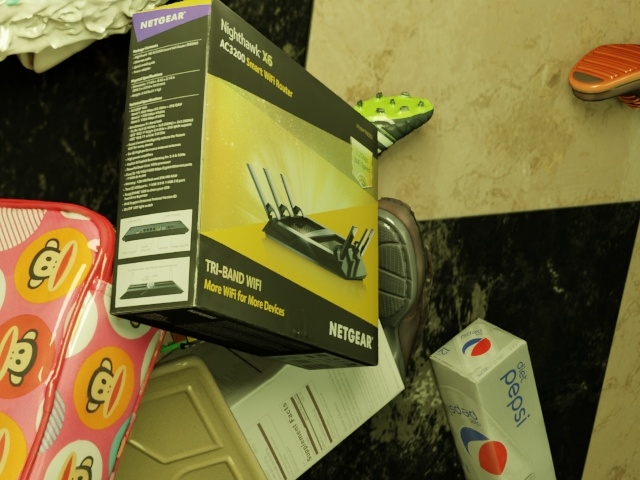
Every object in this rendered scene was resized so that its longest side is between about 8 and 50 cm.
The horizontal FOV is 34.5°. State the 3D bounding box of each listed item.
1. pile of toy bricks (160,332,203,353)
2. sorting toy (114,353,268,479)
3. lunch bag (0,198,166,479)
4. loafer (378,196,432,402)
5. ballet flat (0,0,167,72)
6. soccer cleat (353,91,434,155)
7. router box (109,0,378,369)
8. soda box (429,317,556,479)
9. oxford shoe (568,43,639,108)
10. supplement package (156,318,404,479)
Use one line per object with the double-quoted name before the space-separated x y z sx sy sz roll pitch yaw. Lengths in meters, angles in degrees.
"pile of toy bricks" -0.143 0.051 1.013 0.212 0.118 0.105 -19 92 -15
"sorting toy" -0.209 0.222 0.958 0.307 0.041 0.229 -18 122 11
"lunch bag" -0.270 0.111 0.821 0.120 0.258 0.293 41 60 -54
"loafer" 0.075 0.058 1.170 0.095 0.109 0.302 -46 150 -37
"ballet flat" -0.271 -0.182 0.800 0.409 0.147 0.146 -21 120 -29
"soccer cleat" 0.045 -0.110 1.122 0.179 0.060 0.072 -23 130 -24
"router box" -0.047 -0.029 0.882 0.309 0.081 0.242 26 60 -59
"soda box" 0.239 0.251 1.401 0.098 0.091 0.286 -35 126 -24
"oxford shoe" 0.428 -0.211 1.370 0.271 0.097 0.098 -20 125 -33
"supplement package" -0.058 0.157 1.085 0.244 0.139 0.133 -36 125 -21
